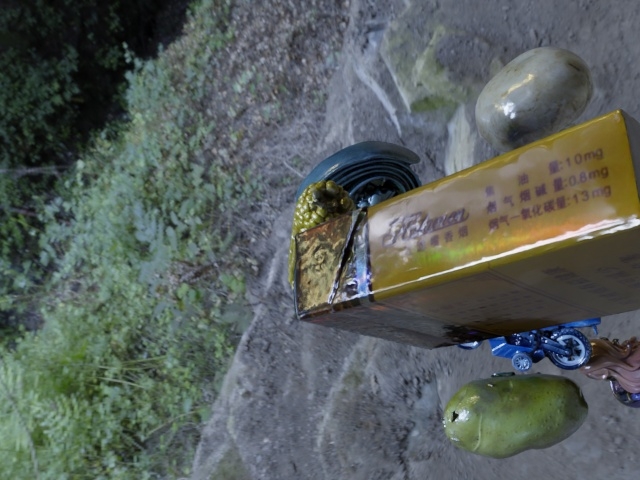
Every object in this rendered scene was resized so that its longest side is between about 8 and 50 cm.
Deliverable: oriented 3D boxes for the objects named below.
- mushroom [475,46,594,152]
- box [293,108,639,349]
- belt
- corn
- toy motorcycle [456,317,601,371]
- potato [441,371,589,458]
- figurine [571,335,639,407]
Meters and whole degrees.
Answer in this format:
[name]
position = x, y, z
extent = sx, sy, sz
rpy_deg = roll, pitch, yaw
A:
[mushroom]
position = 0.296, -0.188, 0.990
extent = 0.166, 0.166, 0.127
rpy_deg = -44, 114, -3
[box]
position = 0.196, 0.021, 0.794
extent = 0.415, 0.264, 0.115
rpy_deg = -21, 63, 43
[belt]
position = 0.080, -0.079, 1.376
extent = 0.268, 0.116, 0.206
rpy_deg = -36, 116, 4
[corn]
position = 0.000, 0.000, 1.184
extent = 0.102, 0.310, 0.101
rpy_deg = 2, 62, -4
[toy motorcycle]
position = 0.349, 0.146, 1.253
extent = 0.255, 0.092, 0.135
rpy_deg = 9, 108, 22
[potato]
position = 0.341, 0.303, 1.271
extent = 0.248, 0.169, 0.143
rpy_deg = -15, 93, 15
[figurine]
position = 0.528, 0.216, 1.275
extent = 0.157, 0.114, 0.126
rpy_deg = 36, 41, -19
